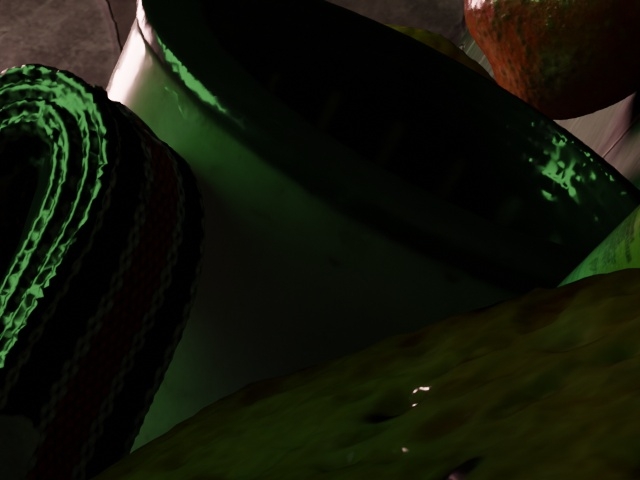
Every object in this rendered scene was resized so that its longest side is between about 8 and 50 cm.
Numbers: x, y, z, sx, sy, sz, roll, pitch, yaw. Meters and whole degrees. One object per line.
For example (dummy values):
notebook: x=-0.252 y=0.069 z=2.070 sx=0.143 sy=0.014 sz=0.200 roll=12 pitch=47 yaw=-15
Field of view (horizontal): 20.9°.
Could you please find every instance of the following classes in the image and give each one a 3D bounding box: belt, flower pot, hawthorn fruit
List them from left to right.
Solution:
belt: x=-0.123 y=0.105 z=0.635 sx=0.126 sy=0.094 sz=0.359 roll=-9 pitch=60 yaw=37
flower pot: x=-0.017 y=0.074 z=0.874 sx=0.330 sy=0.293 sz=0.293 roll=-63 pitch=1 yaw=20
hawthorn fruit: x=0.196 y=-0.167 z=1.163 sx=0.203 sy=0.162 sz=0.163 roll=-14 pitch=41 yaw=59

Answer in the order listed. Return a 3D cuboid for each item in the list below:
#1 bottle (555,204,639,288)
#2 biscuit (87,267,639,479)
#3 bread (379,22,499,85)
bottle: x=0.158 y=-0.002 z=0.591 sx=0.270 sy=0.083 sz=0.083 roll=-49 pitch=9 yaw=45
biscuit: x=0.027 y=0.090 z=0.447 sx=0.359 sy=0.046 sz=0.359 roll=-21 pitch=14 yaw=5
bread: x=0.006 y=0.001 z=1.120 sx=0.312 sy=0.312 sz=0.172 roll=-57 pitch=-6 yaw=15
